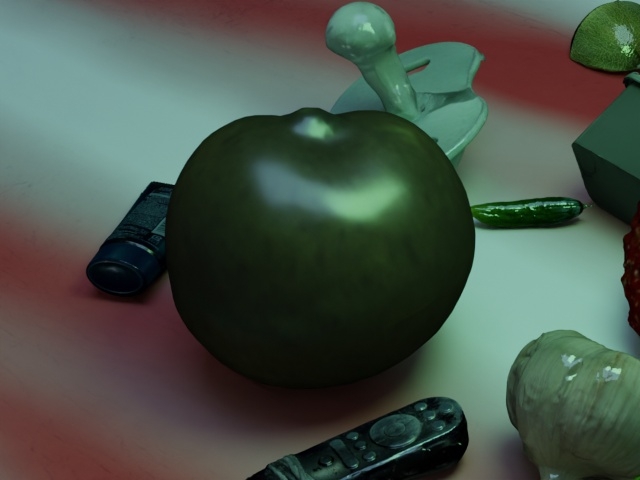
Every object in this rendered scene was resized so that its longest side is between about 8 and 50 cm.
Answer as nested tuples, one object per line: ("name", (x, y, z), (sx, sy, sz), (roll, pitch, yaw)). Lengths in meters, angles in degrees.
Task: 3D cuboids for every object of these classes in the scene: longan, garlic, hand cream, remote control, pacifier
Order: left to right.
("hand cream", (-0.223, -0.015, 2.127), (0.120, 0.061, 0.270), (8, 31, 15))
("longan", (0.000, 0.000, 1.840), (0.361, 0.361, 0.361), (-3, 34, 2))
("remote control", (0.040, 0.249, 1.716), (0.266, 0.066, 0.090), (-20, 24, -15))
("pacifier", (0.082, -0.209, 2.203), (0.288, 0.269, 0.343), (-25, 28, 14))
("garlic", (0.275, 0.212, 1.668), (0.218, 0.218, 0.212), (23, 81, 34))

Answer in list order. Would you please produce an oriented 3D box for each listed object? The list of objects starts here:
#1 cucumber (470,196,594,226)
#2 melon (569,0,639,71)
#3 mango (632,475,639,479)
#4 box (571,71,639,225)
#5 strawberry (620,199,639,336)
("cucumber", (0.282, -0.038, 2.118), (0.168, 0.039, 0.039), (-4, 34, 4))
("melon", (0.482, -0.320, 2.472), (0.160, 0.079, 0.128), (-14, 34, -15))
("mango", (0.406, 0.273, 1.446), (0.382, 0.225, 0.201), (-30, 36, 7))
("box", (0.450, -0.094, 2.070), (0.135, 0.163, 0.243), (-40, 45, -11))
("strawberry", (0.482, 0.022, 1.853), (0.274, 0.220, 0.274), (-5, 31, 3))
